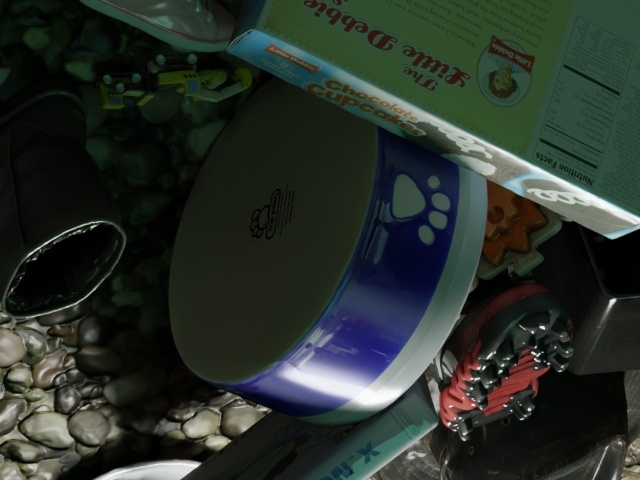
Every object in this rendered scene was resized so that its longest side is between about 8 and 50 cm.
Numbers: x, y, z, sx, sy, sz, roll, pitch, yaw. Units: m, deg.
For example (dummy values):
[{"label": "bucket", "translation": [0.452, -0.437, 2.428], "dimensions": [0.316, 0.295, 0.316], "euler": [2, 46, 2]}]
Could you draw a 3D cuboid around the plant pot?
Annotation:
[{"label": "plant pot", "translation": [0.274, 0.015, 1.599], "dimensions": [0.187, 0.188, 0.167], "euler": [-4, 143, -17]}]

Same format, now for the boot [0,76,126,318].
[{"label": "boot", "translation": [-0.225, -0.010, 1.365], "dimensions": [0.190, 0.208, 0.076], "euler": [-41, 131, 18]}]

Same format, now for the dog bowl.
[{"label": "dog bowl", "translation": [0.000, 0.000, 1.418], "dimensions": [0.104, 0.265, 0.265], "euler": [24, 119, -32]}]

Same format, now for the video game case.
[{"label": "video game case", "translation": [-0.040, 0.190, 1.542], "dimensions": [0.300, 0.329, 0.036], "euler": [-38, 97, 4]}]

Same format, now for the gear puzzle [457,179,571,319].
[{"label": "gear puzzle", "translation": [0.157, -0.077, 1.467], "dimensions": [0.339, 0.175, 0.044], "euler": [-36, 146, 13]}]

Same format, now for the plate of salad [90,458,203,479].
[{"label": "plate of salad", "translation": [-0.160, 0.280, 1.765], "dimensions": [0.200, 0.048, 0.200], "euler": [-10, 133, -11]}]

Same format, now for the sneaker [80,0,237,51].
[{"label": "sneaker", "translation": [-0.106, -0.185, 1.359], "dimensions": [0.134, 0.051, 0.070], "euler": [19, 127, -28]}]

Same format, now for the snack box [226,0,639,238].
[{"label": "snack box", "translation": [0.112, -0.151, 1.327], "dimensions": [0.322, 0.187, 0.060], "euler": [25, 160, -17]}]

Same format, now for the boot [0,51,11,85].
[{"label": "boot", "translation": [-0.341, -0.136, 1.304], "dimensions": [0.258, 0.095, 0.123], "euler": [23, 113, -43]}]

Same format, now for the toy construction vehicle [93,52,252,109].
[{"label": "toy construction vehicle", "translation": [-0.110, -0.114, 1.408], "dimensions": [0.098, 0.035, 0.086], "euler": [-4, 173, -26]}]

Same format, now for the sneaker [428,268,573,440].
[{"label": "sneaker", "translation": [0.136, 0.073, 1.568], "dimensions": [0.098, 0.135, 0.276], "euler": [-18, 164, -9]}]

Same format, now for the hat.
[{"label": "hat", "translation": [0.208, 0.191, 1.761], "dimensions": [0.331, 0.134, 0.331], "euler": [-10, 133, -10]}]
